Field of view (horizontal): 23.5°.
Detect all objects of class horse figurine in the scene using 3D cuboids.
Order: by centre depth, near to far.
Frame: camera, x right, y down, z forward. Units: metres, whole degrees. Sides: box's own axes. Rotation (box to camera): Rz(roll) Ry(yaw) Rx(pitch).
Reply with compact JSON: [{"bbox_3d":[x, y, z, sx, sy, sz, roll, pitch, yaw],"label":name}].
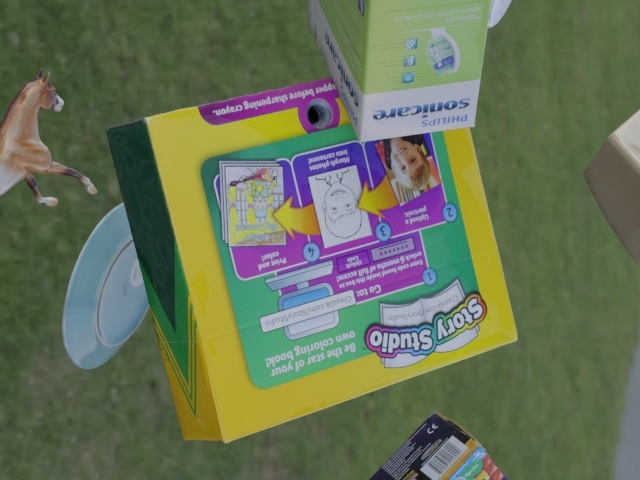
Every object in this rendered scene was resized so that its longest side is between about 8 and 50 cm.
[{"bbox_3d":[-0.389,-0.064,1.825,0.066,0.263,0.174,52,-6,40],"label":"horse figurine"}]

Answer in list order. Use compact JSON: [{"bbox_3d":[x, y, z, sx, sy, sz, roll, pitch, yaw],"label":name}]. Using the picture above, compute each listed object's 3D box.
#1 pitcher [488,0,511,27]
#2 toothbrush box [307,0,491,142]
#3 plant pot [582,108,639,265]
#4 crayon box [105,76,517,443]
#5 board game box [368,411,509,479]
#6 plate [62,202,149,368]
[{"bbox_3d":[0.135,-0.350,1.795,0.177,0.207,0.125,-63,163,3],"label":"pitcher"},{"bbox_3d":[0.070,-0.266,1.409,0.206,0.122,0.283,-111,-161,-46],"label":"toothbrush box"},{"bbox_3d":[0.298,-0.062,1.360,0.109,0.096,0.109,-39,167,-24],"label":"plant pot"},{"bbox_3d":[0.000,0.000,1.538,0.363,0.106,0.313,-15,95,-31],"label":"crayon box"},{"bbox_3d":[0.050,0.200,0.830,0.170,0.048,0.141,-44,125,-9],"label":"board game box"},{"bbox_3d":[-0.211,0.049,1.625,0.188,0.024,0.188,-52,151,-43],"label":"plate"}]
